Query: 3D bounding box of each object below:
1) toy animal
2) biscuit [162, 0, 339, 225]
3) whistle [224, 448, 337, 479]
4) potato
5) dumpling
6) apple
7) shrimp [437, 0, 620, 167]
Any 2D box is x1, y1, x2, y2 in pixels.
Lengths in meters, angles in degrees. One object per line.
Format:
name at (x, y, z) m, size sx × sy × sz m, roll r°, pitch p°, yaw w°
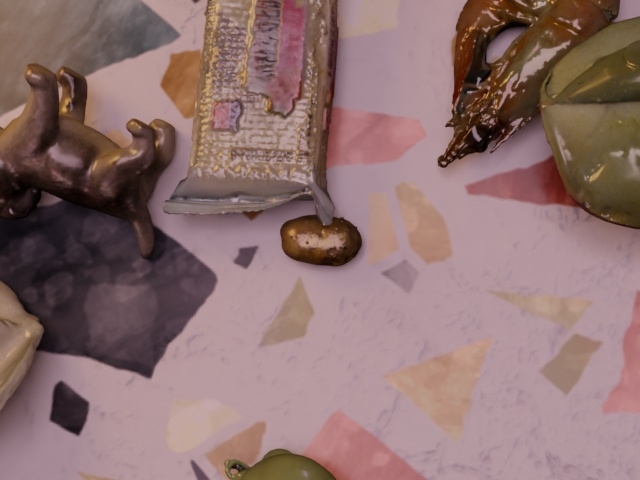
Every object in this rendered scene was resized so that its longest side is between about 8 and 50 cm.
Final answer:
toy animal at (-0.264, -0.088, 1.376) m, size 0.233 × 0.121 × 0.169 m, roll 16°, pitch 100°, yaw 1°
biscuit at (-0.058, -0.170, 1.374) m, size 0.186 × 0.079 × 0.309 m, roll 5°, pitch 83°, yaw 7°
whistle at (0.021, 0.297, 1.266) m, size 0.288 × 0.131 × 0.106 m, roll 39°, pitch 118°, yaw 10°
potato at (0.000, 0.000, 1.355) m, size 0.083 × 0.040 × 0.051 m, roll 6°, pitch 69°, yaw 8°
dumpling at (-0.386, 0.101, 1.369) m, size 0.252 × 0.131 × 0.179 m, roll 31°, pitch 65°, yaw 33°
apple at (0.312, -0.109, 1.263) m, size 0.188 × 0.174 × 0.207 m, roll -10°, pitch 81°, yaw 27°
shrimp at (0.190, -0.185, 1.350) m, size 0.145 × 0.061 × 0.267 m, roll 31°, pitch 89°, yaw 21°
